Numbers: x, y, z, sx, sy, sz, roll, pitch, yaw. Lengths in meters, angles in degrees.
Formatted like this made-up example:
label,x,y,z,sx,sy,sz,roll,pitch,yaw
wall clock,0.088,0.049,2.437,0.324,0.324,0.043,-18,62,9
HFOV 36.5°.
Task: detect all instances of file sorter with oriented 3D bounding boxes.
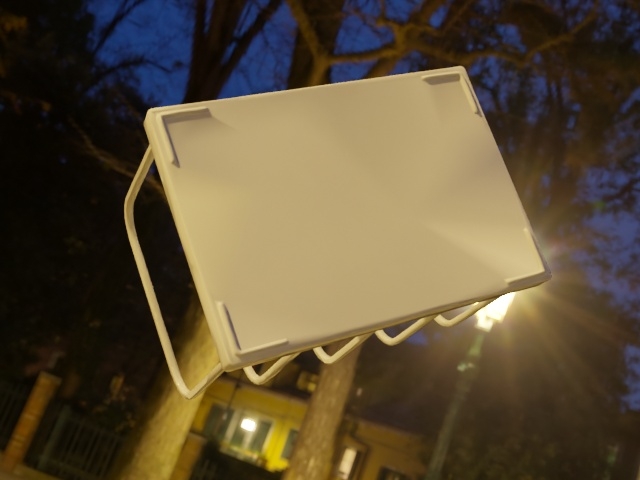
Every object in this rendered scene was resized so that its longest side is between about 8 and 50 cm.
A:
label,x,y,z,sx,sy,sz,roll,pitch,yaw
file sorter,0.000,0.000,0.789,0.277,0.193,0.173,-12,-17,-27
